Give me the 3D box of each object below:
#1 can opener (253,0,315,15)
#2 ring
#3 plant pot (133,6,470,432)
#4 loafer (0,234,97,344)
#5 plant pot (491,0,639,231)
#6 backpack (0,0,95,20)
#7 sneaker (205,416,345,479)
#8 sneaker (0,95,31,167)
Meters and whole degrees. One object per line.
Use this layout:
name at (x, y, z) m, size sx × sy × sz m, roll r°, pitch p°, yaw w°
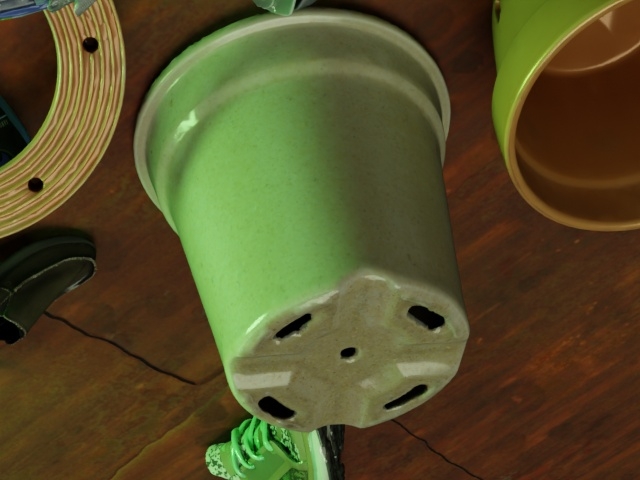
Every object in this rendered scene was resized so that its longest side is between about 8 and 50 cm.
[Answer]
can opener at (-0.006, -0.323, 1.086) m, size 0.095 × 0.076 × 0.283 m, roll -24°, pitch 146°, yaw -40°
ring at (-0.340, -0.155, 1.097) m, size 0.336 × 0.032 × 0.337 m, roll -4°, pitch 111°, yaw -10°
plant pot at (0.000, 0.000, 1.210) m, size 0.333 × 0.305 × 0.334 m, roll -8°, pitch 138°, yaw -7°
loafer at (-0.322, 0.072, 1.321) m, size 0.220 × 0.078 × 0.080 m, roll -31°, pitch 155°, yaw -24°
plant pot at (0.286, -0.180, 1.195) m, size 0.290 × 0.203 × 0.291 m, roll -8°, pitch 135°, yaw -8°
backpack at (-0.208, -0.305, 0.910) m, size 0.355 × 0.290 × 0.273 m, roll -27°, pitch 144°, yaw 2°
sneaker at (-0.063, 0.280, 1.616) m, size 0.182 × 0.158 × 0.410 m, roll 4°, pitch 130°, yaw 5°
sneaker at (-0.340, -0.119, 1.164) m, size 0.081 × 0.090 × 0.232 m, roll -26°, pitch 135°, yaw 11°
